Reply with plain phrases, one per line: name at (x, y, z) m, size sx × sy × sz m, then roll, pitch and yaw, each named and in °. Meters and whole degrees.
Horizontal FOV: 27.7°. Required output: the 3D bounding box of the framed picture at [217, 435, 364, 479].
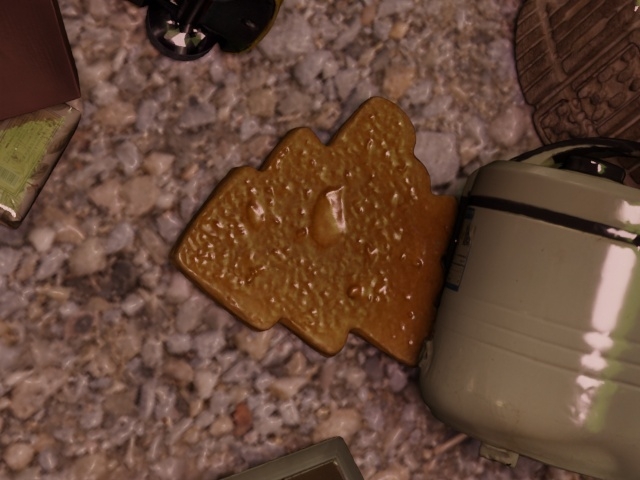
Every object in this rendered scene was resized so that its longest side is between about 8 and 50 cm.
framed picture at (-0.003, 0.292, 0.871) m, size 0.231 × 0.018 × 0.293 m, roll -12°, pitch 67°, yaw -42°

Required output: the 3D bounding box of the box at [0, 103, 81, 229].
box at (-0.218, -0.063, 0.921) m, size 0.062 × 0.045 × 0.098 m, roll 31°, pitch 73°, yaw -10°

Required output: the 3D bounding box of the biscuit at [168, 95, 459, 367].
biscuit at (0.000, 0.000, 0.984) m, size 0.238 × 0.041 × 0.212 m, roll -6°, pitch 89°, yaw -20°

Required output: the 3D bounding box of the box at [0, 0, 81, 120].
box at (-0.277, -0.152, 0.809) m, size 0.215 × 0.215 × 0.086 m, roll -17°, pitch 62°, yaw -8°

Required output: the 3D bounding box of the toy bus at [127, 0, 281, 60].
toy bus at (-0.165, -0.264, 0.915) m, size 0.331 × 0.145 × 0.151 m, roll 26°, pitch 72°, yaw -11°

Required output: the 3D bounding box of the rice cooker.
rice cooker at (0.193, 0.047, 0.935) m, size 0.226 × 0.226 × 0.244 m, roll 13°, pitch 93°, yaw -15°

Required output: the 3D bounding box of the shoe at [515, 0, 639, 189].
shoe at (0.268, -0.206, 1.031) m, size 0.198 × 0.172 × 0.351 m, roll -15°, pitch 89°, yaw -23°
